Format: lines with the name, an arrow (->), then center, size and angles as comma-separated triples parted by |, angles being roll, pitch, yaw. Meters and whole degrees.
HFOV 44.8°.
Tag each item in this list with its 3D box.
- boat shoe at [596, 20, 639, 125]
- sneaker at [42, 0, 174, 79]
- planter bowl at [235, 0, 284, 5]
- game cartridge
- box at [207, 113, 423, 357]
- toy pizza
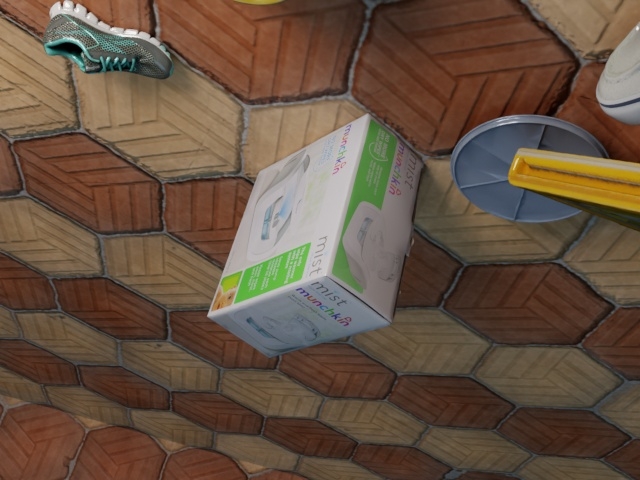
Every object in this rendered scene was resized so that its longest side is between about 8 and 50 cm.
boat shoe -> 0.341, -0.250, 0.655 | 0.156, 0.135, 0.367 | 26, 142, -16
sneaker -> -0.269, -0.232, 0.974 | 0.167, 0.076, 0.065 | 20, 147, -8
planter bowl -> -0.089, -0.330, 0.727 | 0.217, 0.090, 0.217 | 24, 161, 9
game cartridge -> 0.414, -0.020, 0.848 | 0.324, 0.052, 0.285 | 18, -177, -27
box -> 0.000, 0.000, 1.037 | 0.127, 0.262, 0.231 | 37, 141, -29
toy pizza -> 0.269, -0.094, 1.000 | 0.201, 0.032, 0.201 | 11, 145, 8
